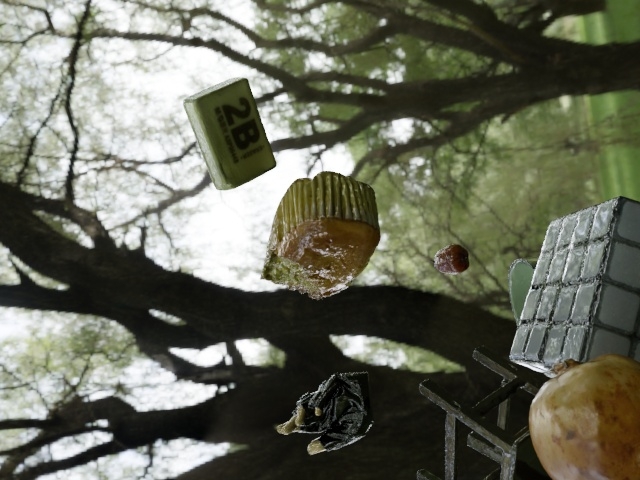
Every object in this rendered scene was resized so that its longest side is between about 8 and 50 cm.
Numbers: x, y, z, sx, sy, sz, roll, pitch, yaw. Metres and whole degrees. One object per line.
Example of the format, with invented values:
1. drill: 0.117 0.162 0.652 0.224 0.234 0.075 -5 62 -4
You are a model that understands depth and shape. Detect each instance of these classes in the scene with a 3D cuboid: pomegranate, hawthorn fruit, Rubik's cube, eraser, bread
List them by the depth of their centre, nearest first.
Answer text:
1. pomegranate: 0.429 0.279 1.163 0.248 0.248 0.248 -9 -90 -70
2. bread: 0.000 0.000 1.323 0.179 0.250 0.133 12 -128 -24
3. eraser: -0.153 -0.184 1.333 0.117 0.058 0.172 -31 -66 -29
4. Rubik's cube: 0.627 0.141 1.527 0.337 0.344 0.344 139 149 -78
5. hawthorn fruit: 0.334 0.051 1.995 0.081 0.093 0.081 14 -110 -43

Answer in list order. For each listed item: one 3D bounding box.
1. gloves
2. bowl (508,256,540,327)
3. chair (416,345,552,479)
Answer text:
1. gloves: 0.008 0.365 1.618 0.124 0.203 0.164 -62 -36 -82
2. bowl: 0.698 0.197 2.210 0.354 0.185 0.354 163 90 -84
3. chair: 0.384 0.395 1.334 0.203 0.416 0.241 -20 -59 -39
